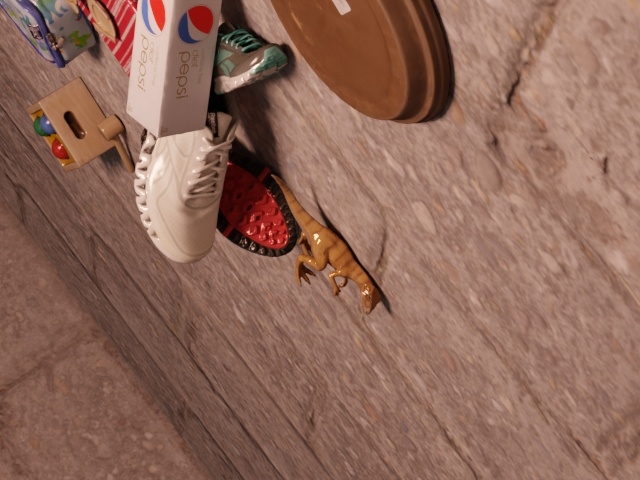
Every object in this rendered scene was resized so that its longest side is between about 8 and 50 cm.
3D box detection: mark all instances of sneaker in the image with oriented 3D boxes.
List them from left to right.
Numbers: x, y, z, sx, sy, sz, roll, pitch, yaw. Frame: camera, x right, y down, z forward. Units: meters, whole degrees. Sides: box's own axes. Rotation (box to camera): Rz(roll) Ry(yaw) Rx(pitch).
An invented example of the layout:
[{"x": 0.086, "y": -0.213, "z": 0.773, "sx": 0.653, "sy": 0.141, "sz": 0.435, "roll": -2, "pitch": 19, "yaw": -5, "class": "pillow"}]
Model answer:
[{"x": -0.156, "y": -0.111, "z": 1.881, "sx": 0.118, "sy": 0.110, "sz": 0.292, "roll": 12, "pitch": 107, "yaw": 45, "class": "sneaker"}, {"x": -0.115, "y": -0.075, "z": 2.025, "sx": 0.262, "sy": 0.104, "sz": 0.125, "roll": 44, "pitch": -175, "yaw": 19, "class": "sneaker"}, {"x": -0.094, "y": -0.213, "z": 1.743, "sx": 0.166, "sy": 0.065, "sz": 0.076, "roll": -5, "pitch": 110, "yaw": 64, "class": "sneaker"}]

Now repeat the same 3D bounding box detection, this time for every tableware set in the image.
[{"x": -0.327, "y": -0.348, "z": 2.063, "sx": 0.141, "sy": 0.020, "sz": 0.169, "roll": 44, "pitch": 159, "yaw": 28, "class": "tableware set"}]

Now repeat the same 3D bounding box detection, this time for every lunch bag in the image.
[{"x": -0.428, "y": -0.368, "z": 2.266, "sx": 0.219, "sy": 0.090, "sz": 0.176, "roll": 50, "pitch": 170, "yaw": 20, "class": "lunch bag"}]

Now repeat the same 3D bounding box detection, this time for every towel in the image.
[{"x": -0.301, "y": -0.349, "z": 2.077, "sx": 0.275, "sy": 0.031, "sz": 0.199, "roll": 55, "pitch": 162, "yaw": -1, "class": "towel"}]

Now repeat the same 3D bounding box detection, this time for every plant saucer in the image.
[{"x": 0.020, "y": -0.225, "z": 1.462, "sx": 0.278, "sy": 0.041, "sz": 0.278, "roll": 48, "pitch": 160, "yaw": 24, "class": "plant saucer"}]

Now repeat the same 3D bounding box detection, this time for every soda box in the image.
[{"x": -0.165, "y": -0.230, "z": 1.743, "sx": 0.074, "sy": 0.069, "sz": 0.216, "roll": 40, "pitch": 132, "yaw": 40, "class": "soda box"}]

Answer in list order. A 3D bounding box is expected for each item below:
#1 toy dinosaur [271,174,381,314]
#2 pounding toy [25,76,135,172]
[{"x": 0.000, "y": 0.000, "z": 1.902, "sx": 0.211, "sy": 0.064, "sz": 0.112, "roll": 48, "pitch": 145, "yaw": -7, "class": "toy dinosaur"}, {"x": -0.390, "y": -0.167, "z": 2.520, "sx": 0.181, "sy": 0.094, "sz": 0.206, "roll": 59, "pitch": 162, "yaw": -10, "class": "pounding toy"}]
